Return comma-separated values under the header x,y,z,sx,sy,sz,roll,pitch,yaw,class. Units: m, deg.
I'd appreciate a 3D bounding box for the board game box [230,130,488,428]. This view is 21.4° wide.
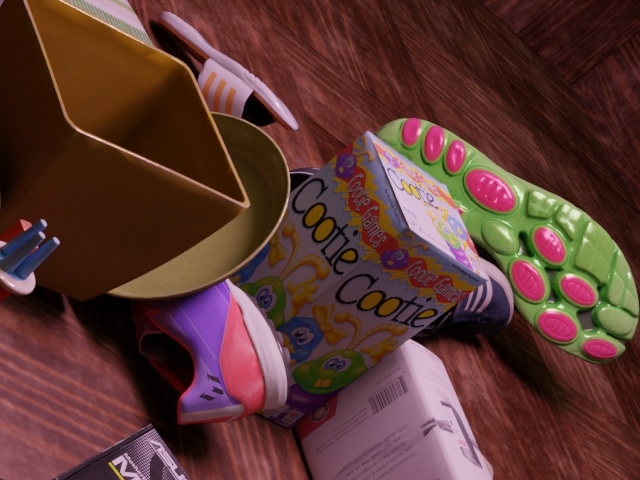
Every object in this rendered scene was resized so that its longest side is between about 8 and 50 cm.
x,y,z,sx,sy,sz,roll,pitch,yaw,class
0.008,0.045,1.740,0.144,0.275,0.142,32,27,-43,board game box

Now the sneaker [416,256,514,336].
x,y,z,sx,sy,sz,roll,pitch,yaw,class
0.160,0.079,2.286,0.350,0.131,0.148,47,50,-52,sneaker

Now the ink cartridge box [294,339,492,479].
x,y,z,sx,sy,sz,roll,pitch,yaw,class
0.079,0.232,1.743,0.092,0.158,0.218,33,27,-43,ink cartridge box

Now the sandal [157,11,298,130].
x,y,z,sx,sy,sz,roll,pitch,yaw,class
-0.134,-0.197,2.174,0.265,0.076,0.102,39,-4,31,sandal

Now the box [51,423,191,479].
x,y,z,sx,sy,sz,roll,pitch,yaw,class
-0.136,0.258,1.396,0.190,0.045,0.184,54,22,6,box

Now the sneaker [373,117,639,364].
x,y,z,sx,sy,sz,roll,pitch,yaw,class
0.274,-0.009,2.497,0.483,0.185,0.202,42,0,4,sneaker

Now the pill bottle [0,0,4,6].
x,y,z,sx,sy,sz,roll,pitch,yaw,class
-0.367,-0.344,1.791,0.146,0.146,0.264,42,21,-24,pill bottle

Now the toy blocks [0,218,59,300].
x,y,z,sx,sy,sz,roll,pitch,yaw,class
-0.263,0.023,1.373,0.054,0.148,0.123,47,21,-15,toy blocks

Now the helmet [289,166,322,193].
x,y,z,sx,sy,sz,roll,pitch,yaw,class
0.000,0.000,1.976,0.169,0.169,0.161,39,39,-32,helmet

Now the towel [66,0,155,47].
x,y,z,sx,sy,sz,roll,pitch,yaw,class
-0.264,-0.236,1.995,0.248,0.038,0.325,21,33,-57,towel

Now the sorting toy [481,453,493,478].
x,y,z,sx,sy,sz,roll,pitch,yaw,class
0.137,0.249,2.022,0.193,0.038,0.208,51,20,-3,sorting toy

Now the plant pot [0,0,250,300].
x,y,z,sx,sy,sz,roll,pitch,yaw,class
-0.225,-0.071,1.537,0.212,0.187,0.212,24,30,-41,plant pot

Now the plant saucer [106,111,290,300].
x,y,z,sx,sy,sz,roll,pitch,yaw,class
-0.144,-0.028,1.652,0.037,0.241,0.241,73,-2,-48,plant saucer

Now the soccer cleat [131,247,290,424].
x,y,z,sx,sy,sz,roll,pitch,yaw,class
-0.143,0.057,1.661,0.116,0.108,0.318,-16,46,-22,soccer cleat
